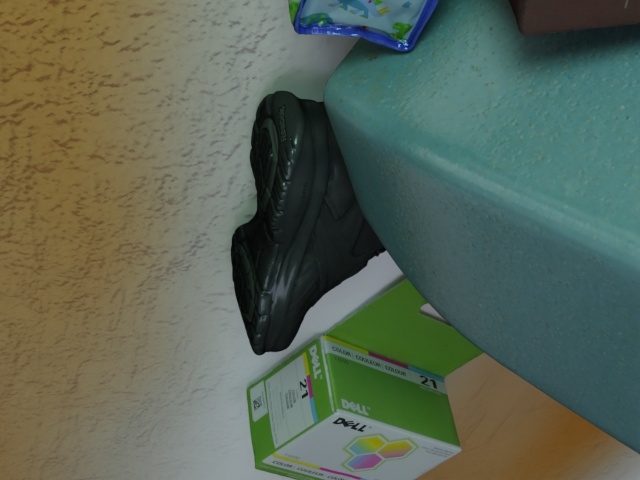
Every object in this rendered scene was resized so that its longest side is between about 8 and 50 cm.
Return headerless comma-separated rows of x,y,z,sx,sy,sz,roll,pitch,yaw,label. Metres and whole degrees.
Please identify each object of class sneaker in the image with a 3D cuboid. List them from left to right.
0.000,0.000,0.856,0.130,0.109,0.286,-4,144,-18,sneaker

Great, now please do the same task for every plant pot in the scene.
0.149,-0.061,0.665,0.252,0.247,0.248,25,157,27,plant pot

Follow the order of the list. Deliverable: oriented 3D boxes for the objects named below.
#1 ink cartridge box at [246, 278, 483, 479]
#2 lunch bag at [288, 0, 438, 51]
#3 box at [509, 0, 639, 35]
0.075,0.157,1.076,0.188,0.097,0.255,24,132,-36,ink cartridge box
0.029,-0.204,0.576,0.096,0.129,0.151,6,141,-20,lunch bag
0.160,-0.234,0.506,0.166,0.203,0.168,-6,141,-5,box
